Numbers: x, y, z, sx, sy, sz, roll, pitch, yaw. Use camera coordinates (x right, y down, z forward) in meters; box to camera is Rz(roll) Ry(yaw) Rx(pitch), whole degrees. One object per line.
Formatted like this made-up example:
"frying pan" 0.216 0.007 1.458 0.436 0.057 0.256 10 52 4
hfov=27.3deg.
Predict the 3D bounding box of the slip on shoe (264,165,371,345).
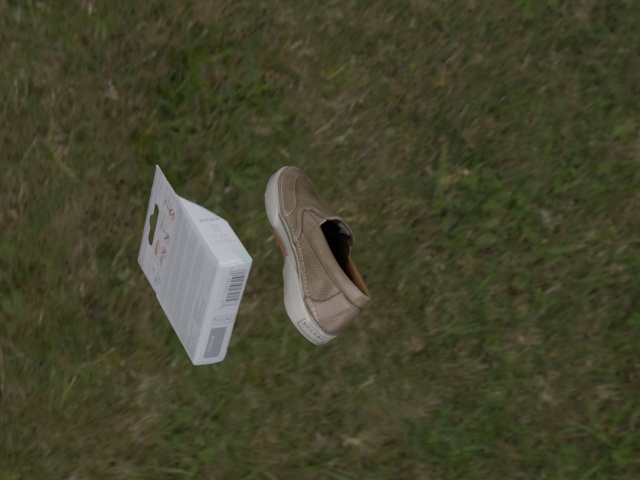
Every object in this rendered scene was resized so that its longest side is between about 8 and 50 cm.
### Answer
"slip on shoe" 0.000 0.000 0.749 0.041 0.135 0.051 -36 123 20

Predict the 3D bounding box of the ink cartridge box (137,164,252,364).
"ink cartridge box" -0.177 0.030 1.800 0.056 0.181 0.224 -5 41 -28
